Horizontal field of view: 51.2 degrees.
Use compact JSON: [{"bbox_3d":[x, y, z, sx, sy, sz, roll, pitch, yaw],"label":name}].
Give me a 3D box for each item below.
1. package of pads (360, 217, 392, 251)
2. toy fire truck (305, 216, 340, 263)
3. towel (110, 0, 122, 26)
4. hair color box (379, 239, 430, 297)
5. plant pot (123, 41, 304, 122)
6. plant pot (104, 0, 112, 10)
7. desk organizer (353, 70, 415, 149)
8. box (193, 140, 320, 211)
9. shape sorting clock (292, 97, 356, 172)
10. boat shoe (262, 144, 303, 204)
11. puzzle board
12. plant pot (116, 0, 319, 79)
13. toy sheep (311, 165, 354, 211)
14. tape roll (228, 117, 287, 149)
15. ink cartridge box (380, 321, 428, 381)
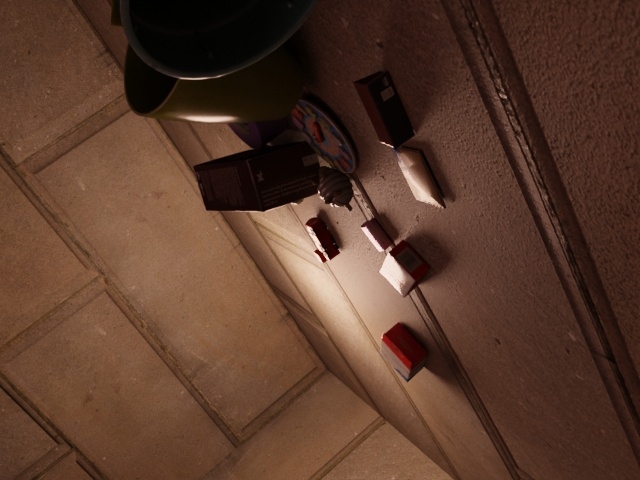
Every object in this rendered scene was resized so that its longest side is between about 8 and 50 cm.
[{"bbox_3d":[0.137,-0.014,1.638,0.083,0.032,0.050,53,168,-3],"label":"package of pads"},{"bbox_3d":[0.000,0.000,2.093,0.135,0.047,0.192,32,155,58],"label":"toy fire truck"},{"bbox_3d":[-0.335,-0.505,1.467,0.021,0.237,0.102,148,123,-72],"label":"towel"},{"bbox_3d":[0.200,0.070,1.606,0.093,0.053,0.167,48,165,12],"label":"hair color box"},{"bbox_3d":[-0.187,-0.339,1.306,0.293,0.274,0.275,11,-162,-40],"label":"plant pot"},{"bbox_3d":[-0.413,-0.608,1.572,0.284,0.191,0.284,49,166,16],"label":"plant pot"},{"bbox_3d":[0.109,-0.226,1.151,0.050,0.047,0.130,36,159,56],"label":"desk organizer"},{"bbox_3d":[-0.169,-0.164,1.748,0.381,0.191,0.143,4,112,61],"label":"box"},{"bbox_3d":[0.004,-0.231,1.495,0.206,0.040,0.206,48,166,16],"label":"shape sorting clock"},{"bbox_3d":[-0.112,-0.185,1.936,0.223,0.080,0.073,51,174,23],"label":"boat shoe"},{"bbox_3d":[0.184,-0.121,1.253,0.128,0.011,0.096,59,166,-26],"label":"puzzle board"},{"bbox_3d":[-0.203,-0.480,0.990,0.334,0.341,0.341,55,169,22],"label":"plant pot"},{"bbox_3d":[0.035,-0.121,1.579,0.132,0.091,0.091,61,169,16],"label":"toy sheep"},{"bbox_3d":[-0.205,-0.371,1.717,0.275,0.090,0.275,47,165,17],"label":"tape roll"},{"bbox_3d":[0.256,0.341,2.066,0.134,0.078,0.231,46,165,20],"label":"ink cartridge box"}]
